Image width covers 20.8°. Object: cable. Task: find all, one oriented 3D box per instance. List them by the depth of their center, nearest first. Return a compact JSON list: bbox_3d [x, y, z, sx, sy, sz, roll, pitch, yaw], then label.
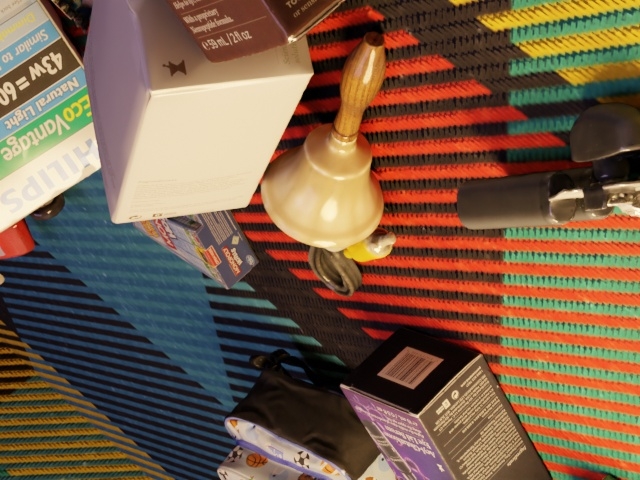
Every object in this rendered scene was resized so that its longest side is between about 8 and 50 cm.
[{"bbox_3d":[0.000,0.000,1.884,0.139,0.072,0.287,32,158,2],"label":"cable"}]

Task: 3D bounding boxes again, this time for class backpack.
[{"bbox_3d":[0.015,0.312,2.282,0.276,0.213,0.263,24,160,42],"label":"backpack"}]

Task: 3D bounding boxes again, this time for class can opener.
[{"bbox_3d":[0.204,-0.052,1.433,0.280,0.074,0.093,166,98,-66],"label":"can opener"}]

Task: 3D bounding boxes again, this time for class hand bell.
[{"bbox_3d":[0.027,-0.111,1.653,0.126,0.126,0.242,42,146,15],"label":"hand bell"}]

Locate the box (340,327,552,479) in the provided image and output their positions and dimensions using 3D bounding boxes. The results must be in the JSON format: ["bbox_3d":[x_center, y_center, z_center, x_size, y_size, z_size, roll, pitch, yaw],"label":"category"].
[{"bbox_3d":[0.143,0.218,1.967,0.153,0.108,0.207,15,141,55],"label":"box"}]

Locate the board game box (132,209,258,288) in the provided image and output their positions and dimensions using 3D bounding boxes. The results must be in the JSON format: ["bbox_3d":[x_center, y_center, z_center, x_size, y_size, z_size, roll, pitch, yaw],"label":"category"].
[{"bbox_3d":[-0.192,-0.049,2.228,0.194,0.060,0.194,21,147,49],"label":"board game box"}]

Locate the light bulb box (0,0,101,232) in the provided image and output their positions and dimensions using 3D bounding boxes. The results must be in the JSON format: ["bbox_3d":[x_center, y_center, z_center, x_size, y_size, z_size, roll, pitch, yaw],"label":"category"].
[{"bbox_3d":[-0.467,-0.184,2.054,0.361,0.358,0.225,57,179,-23],"label":"light bulb box"}]

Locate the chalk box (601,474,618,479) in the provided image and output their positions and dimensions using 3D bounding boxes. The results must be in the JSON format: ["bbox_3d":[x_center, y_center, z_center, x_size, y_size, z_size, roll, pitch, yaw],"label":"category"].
[{"bbox_3d":[0.315,0.348,1.819,0.213,0.132,0.132,25,149,47],"label":"chalk box"}]

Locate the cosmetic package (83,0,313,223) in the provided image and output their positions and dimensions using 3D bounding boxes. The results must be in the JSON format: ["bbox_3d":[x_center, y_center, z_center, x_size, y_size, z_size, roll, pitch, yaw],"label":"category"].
[{"bbox_3d":[-0.129,-0.165,1.652,0.365,0.155,0.197,128,133,-69],"label":"cosmetic package"}]

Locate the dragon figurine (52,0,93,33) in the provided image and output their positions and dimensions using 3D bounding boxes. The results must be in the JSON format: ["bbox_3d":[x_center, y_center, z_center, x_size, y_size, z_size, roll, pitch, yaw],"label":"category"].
[{"bbox_3d":[-0.227,-0.297,1.807,0.085,0.144,0.289,46,179,2],"label":"dragon figurine"}]

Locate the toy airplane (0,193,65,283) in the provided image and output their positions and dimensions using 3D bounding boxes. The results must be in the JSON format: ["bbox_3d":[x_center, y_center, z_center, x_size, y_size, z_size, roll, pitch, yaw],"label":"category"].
[{"bbox_3d":[-0.612,-0.090,2.700,0.386,0.272,0.384,49,160,-4],"label":"toy airplane"}]

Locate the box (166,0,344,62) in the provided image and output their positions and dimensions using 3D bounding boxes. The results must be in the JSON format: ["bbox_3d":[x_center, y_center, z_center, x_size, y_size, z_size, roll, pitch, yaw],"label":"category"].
[{"bbox_3d":[-0.055,-0.274,1.383,0.203,0.167,0.168,54,159,-15],"label":"box"}]
